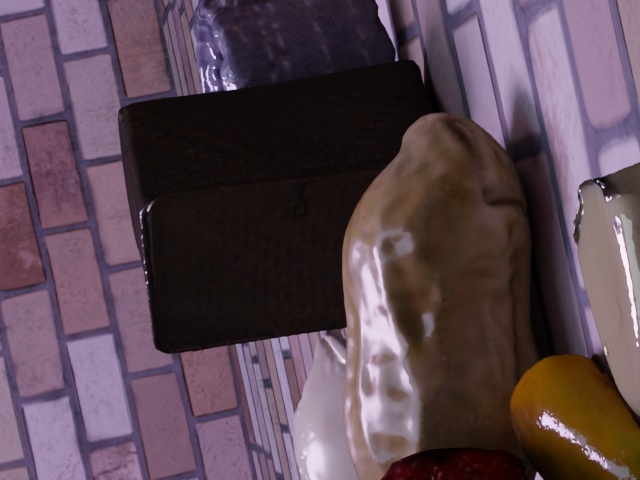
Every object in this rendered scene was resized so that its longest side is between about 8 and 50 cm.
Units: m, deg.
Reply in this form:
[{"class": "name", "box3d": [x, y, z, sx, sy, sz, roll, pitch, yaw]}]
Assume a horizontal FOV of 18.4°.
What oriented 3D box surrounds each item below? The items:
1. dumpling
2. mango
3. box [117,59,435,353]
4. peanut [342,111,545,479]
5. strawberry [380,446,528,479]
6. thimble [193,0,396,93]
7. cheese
[{"class": "dumpling", "box3d": [0.061, 0.205, 1.916, 0.193, 0.147, 0.258, 37, -151, -54]}, {"class": "mango", "box3d": [0.179, 0.135, 1.324, 0.187, 0.066, 0.101, -139, 37, -63]}, {"class": "box", "box3d": [-0.023, -0.029, 1.674, 0.143, 0.273, 0.184, -107, 11, -46]}, {"class": "peanut", "box3d": [0.090, 0.071, 1.484, 0.174, 0.158, 0.340, -43, -53, -76]}, {"class": "strawberry", "box3d": [0.106, 0.257, 1.362, 0.274, 0.274, 0.220, 110, 168, -72]}, {"class": "thimble", "box3d": [-0.022, -0.155, 1.834, 0.236, 0.172, 0.205, 87, 165, -53]}, {"class": "cheese", "box3d": [0.200, 0.082, 1.152, 0.127, 0.050, 0.255, 160, 98, -80]}]
